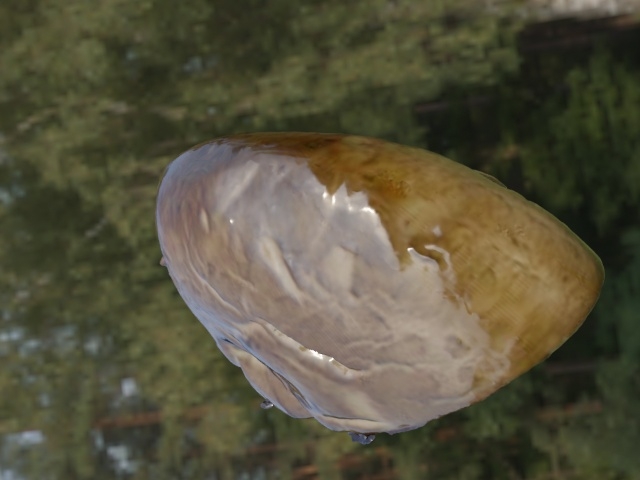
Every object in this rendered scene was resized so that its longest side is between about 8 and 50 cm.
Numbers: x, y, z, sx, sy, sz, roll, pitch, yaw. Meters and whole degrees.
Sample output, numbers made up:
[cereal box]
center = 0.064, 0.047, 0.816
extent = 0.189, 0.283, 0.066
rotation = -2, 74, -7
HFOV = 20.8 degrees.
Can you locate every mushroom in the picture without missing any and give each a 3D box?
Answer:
[mushroom]
center = 0.000, 0.000, 0.896
extent = 0.151, 0.285, 0.156
rotation = 41, -115, -30
